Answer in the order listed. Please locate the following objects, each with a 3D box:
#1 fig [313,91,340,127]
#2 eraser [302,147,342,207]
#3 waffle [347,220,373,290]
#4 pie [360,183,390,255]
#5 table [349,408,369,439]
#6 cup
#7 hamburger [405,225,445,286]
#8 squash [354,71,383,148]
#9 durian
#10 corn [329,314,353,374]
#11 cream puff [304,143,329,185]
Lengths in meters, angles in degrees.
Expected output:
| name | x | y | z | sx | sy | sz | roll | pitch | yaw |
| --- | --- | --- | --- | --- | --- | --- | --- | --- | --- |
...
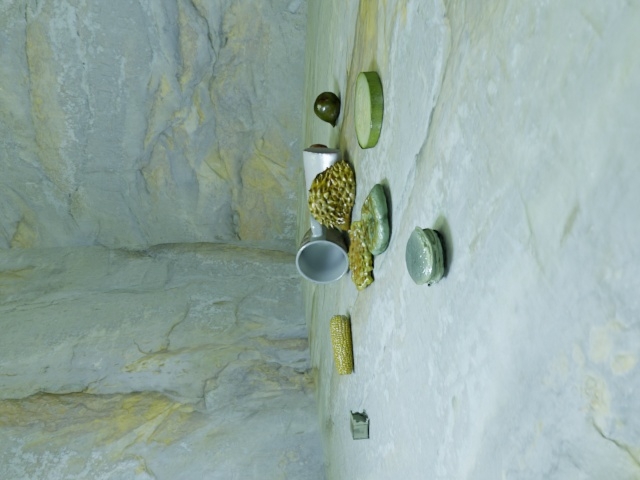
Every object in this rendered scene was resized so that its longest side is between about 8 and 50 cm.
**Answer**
| name | x | y | z | sx | sy | sz | roll | pitch | yaw |
| --- | --- | --- | --- | --- | --- | --- | --- | --- | --- |
| fig | 0.025 | -0.586 | 2.201 | 0.184 | 0.127 | 0.133 | 103 | 150 | -48 |
| eraser | 0.015 | -0.267 | 2.111 | 0.095 | 0.174 | 0.270 | -42 | -46 | -50 |
| waffle | 0.143 | 0.054 | 1.772 | 0.291 | 0.051 | 0.291 | 177 | 90 | -83 |
| pie | 0.173 | -0.069 | 1.527 | 0.240 | 0.054 | 0.240 | 177 | 90 | -84 |
| table | 0.150 | 0.706 | 1.841 | 0.079 | 0.062 | 0.083 | -129 | 37 | -77 |
| cup | 0.000 | 0.000 | 2.121 | 0.257 | 0.227 | 0.301 | -91 | -10 | -58 |
| hamburger | 0.237 | 0.035 | 1.075 | 0.140 | 0.062 | 0.133 | 107 | 156 | -61 |
| squash | 0.158 | -0.427 | 1.593 | 0.252 | 0.049 | 0.252 | 176 | 90 | -82 |
| durian | 0.042 | -0.176 | 1.963 | 0.185 | 0.196 | 0.305 | -142 | 53 | -71 |
| corn | 0.094 | 0.452 | 2.087 | 0.091 | 0.091 | 0.260 | 22 | -120 | -60 |
| cream puff | 0.005 | -0.336 | 2.278 | 0.240 | 0.164 | 0.240 | -168 | 90 | -75 |
